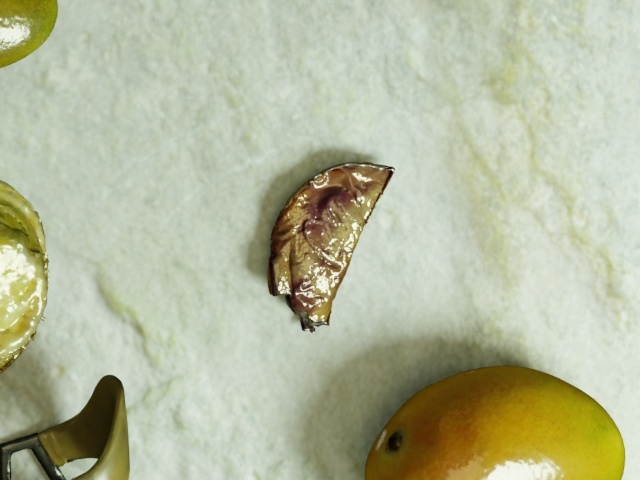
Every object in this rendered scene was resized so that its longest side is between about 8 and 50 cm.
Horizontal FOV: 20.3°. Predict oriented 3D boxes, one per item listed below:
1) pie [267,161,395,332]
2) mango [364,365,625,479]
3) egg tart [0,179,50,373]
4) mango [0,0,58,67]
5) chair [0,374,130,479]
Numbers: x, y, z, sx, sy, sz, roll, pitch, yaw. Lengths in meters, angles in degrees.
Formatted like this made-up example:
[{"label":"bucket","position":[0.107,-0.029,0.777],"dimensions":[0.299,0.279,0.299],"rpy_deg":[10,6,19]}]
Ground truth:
[{"label":"pie","position":[0.000,0.000,1.627],"dimensions":[0.092,0.034,0.170],"rpy_deg":[18,96,-21]},{"label":"mango","position":[0.163,0.201,1.657],"dimensions":[0.254,0.139,0.175],"rpy_deg":[-16,116,-20]},{"label":"egg tart","position":[-0.291,0.041,1.503],"dimensions":[0.191,0.074,0.191],"rpy_deg":[-16,112,-44]},{"label":"mango","position":[-0.327,-0.204,1.471],"dimensions":[0.227,0.099,0.136],"rpy_deg":[15,89,-26]},{"label":"chair","position":[-0.221,0.259,1.550],"dimensions":[0.172,0.159,0.247],"rpy_deg":[-19,106,-14]}]
